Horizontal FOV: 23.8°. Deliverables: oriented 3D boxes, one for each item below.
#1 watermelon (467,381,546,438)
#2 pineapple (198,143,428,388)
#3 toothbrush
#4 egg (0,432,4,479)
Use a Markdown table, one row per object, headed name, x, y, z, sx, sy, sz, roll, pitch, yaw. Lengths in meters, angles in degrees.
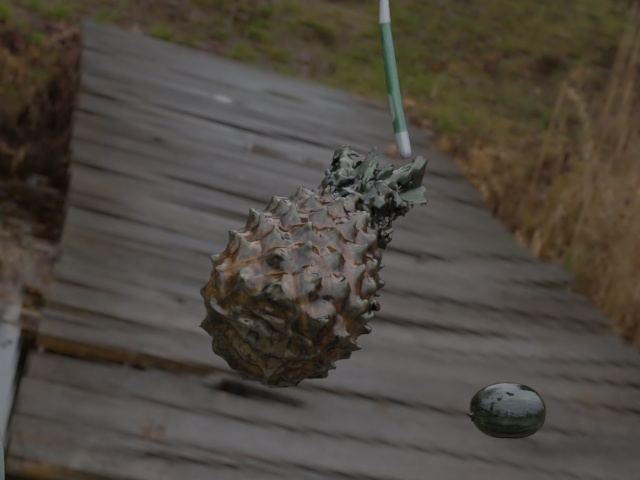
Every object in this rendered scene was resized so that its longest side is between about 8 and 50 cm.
| name | x | y | z | sx | sy | sz | roll | pitch | yaw |
| --- | --- | --- | --- | --- | --- | --- | --- | --- | --- |
| watermelon | 0.245 | 0.223 | 1.996 | 0.111 | 0.078 | 0.078 | 5 | 16 | -25 |
| pineapple | 0.000 | 0.000 | 1.532 | 0.175 | 0.175 | 0.361 | 17 | 35 | 6 |
| toothbrush | 0.072 | -0.214 | 1.637 | 0.024 | 0.257 | 0.018 | -7 | -5 | -17 |
| egg | -0.348 | 0.180 | 1.227 | 0.183 | 0.264 | 0.183 | -8 | 30 | 5 |
